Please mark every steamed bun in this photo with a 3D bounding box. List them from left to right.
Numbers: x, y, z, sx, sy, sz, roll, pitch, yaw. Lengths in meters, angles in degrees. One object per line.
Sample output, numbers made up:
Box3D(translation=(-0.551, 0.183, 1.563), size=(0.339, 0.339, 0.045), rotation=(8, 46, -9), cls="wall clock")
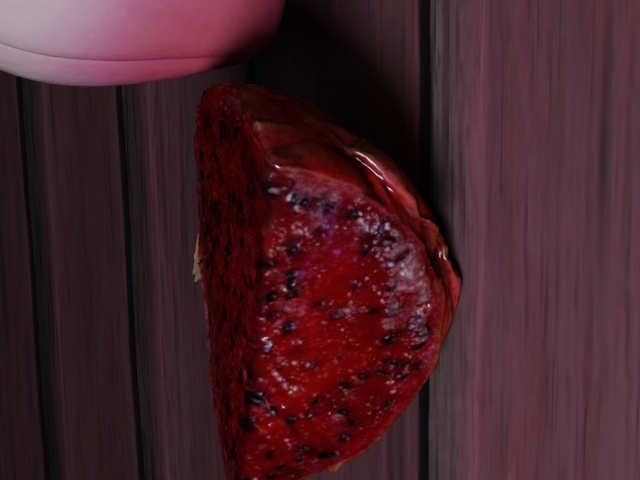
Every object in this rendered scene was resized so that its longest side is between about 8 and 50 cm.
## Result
Box3D(translation=(-0.145, -0.228, 1.322), size=(0.309, 0.309, 0.309), rotation=(31, 127, 54), cls="steamed bun")

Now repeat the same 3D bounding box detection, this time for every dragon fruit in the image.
Box3D(translation=(0.000, 0.000, 1.292), size=(0.205, 0.152, 0.317), rotation=(-112, 21, -44), cls="dragon fruit")
